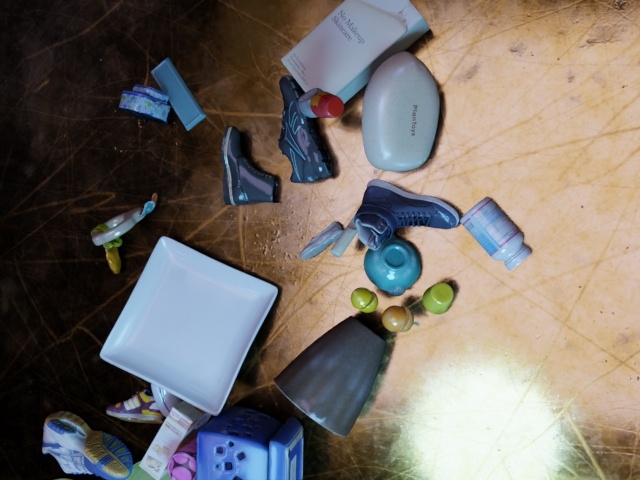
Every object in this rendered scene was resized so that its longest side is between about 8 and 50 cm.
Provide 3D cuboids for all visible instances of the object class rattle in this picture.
[{"bbox_3d":[-0.488,-0.017,1.883,0.199,0.130,0.143,-29,95,-10],"label":"rattle"}]

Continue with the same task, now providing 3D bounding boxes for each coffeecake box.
[{"bbox_3d":[-0.362,0.497,1.826,0.068,0.142,0.185,33,102,13],"label":"coffeecake box"}]

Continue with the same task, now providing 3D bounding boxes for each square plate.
[{"bbox_3d":[-0.327,0.209,1.803,0.344,0.049,0.347,24,80,11],"label":"square plate"}]

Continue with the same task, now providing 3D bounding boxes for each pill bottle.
[{"bbox_3d":[0.394,-0.013,1.595,0.087,0.087,0.160,-42,81,15],"label":"pill bottle"}]

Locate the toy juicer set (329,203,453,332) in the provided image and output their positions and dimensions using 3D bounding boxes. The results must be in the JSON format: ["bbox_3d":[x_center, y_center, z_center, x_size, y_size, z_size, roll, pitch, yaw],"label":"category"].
[{"bbox_3d":[0.138,0.071,1.660,0.209,0.089,0.329,-34,75,-14],"label":"toy juicer set"}]

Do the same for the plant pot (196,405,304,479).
[{"bbox_3d":[-0.160,0.546,1.725,0.212,0.236,0.236,2,93,11],"label":"plant pot"}]

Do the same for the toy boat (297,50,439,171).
[{"bbox_3d":[0.114,-0.293,1.597,0.318,0.148,0.267,2,103,-26],"label":"toy boat"}]

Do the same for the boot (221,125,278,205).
[{"bbox_3d":[-0.170,-0.186,1.779,0.137,0.077,0.198,2,106,13],"label":"boot"}]

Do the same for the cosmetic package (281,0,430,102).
[{"bbox_3d":[0.081,-0.456,1.661,0.309,0.113,0.160,-40,81,16],"label":"cosmetic package"}]

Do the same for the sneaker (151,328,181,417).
[{"bbox_3d":[-0.380,0.329,1.849,0.091,0.094,0.258,-7,90,22],"label":"sneaker"}]

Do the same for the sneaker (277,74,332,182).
[{"bbox_3d":[-0.062,-0.265,1.720,0.106,0.101,0.267,-19,86,20],"label":"sneaker"}]

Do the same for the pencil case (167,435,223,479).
[{"bbox_3d":[-0.305,0.539,1.775,0.098,0.209,0.095,-44,81,11],"label":"pencil case"}]

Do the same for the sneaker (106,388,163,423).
[{"bbox_3d":[-0.487,0.439,1.910,0.185,0.069,0.084,-1,65,25],"label":"sneaker"}]

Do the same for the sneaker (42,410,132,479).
[{"bbox_3d":[-0.633,0.585,1.945,0.296,0.112,0.131,26,108,24],"label":"sneaker"}]

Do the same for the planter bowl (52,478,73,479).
[{"bbox_3d":[-0.667,0.744,1.960,0.217,0.090,0.217,1,92,17],"label":"planter bowl"}]

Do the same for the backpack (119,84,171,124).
[{"bbox_3d":[-0.449,-0.350,1.822,0.105,0.114,0.084,15,93,30],"label":"backpack"}]

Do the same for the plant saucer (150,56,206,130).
[{"bbox_3d":[-0.372,-0.381,1.855,0.067,0.018,0.192,-35,81,16],"label":"plant saucer"}]

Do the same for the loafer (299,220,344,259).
[{"bbox_3d":[0.000,0.000,1.747,0.125,0.045,0.039,-33,66,9],"label":"loafer"}]

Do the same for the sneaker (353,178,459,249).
[{"bbox_3d":[0.186,-0.035,1.603,0.226,0.163,0.086,19,140,10],"label":"sneaker"}]

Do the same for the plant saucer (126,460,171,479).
[{"bbox_3d":[-0.426,0.697,1.911,0.241,0.037,0.241,1,92,18],"label":"plant saucer"}]

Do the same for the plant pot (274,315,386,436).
[{"bbox_3d":[0.046,0.299,1.675,0.215,0.215,0.230,37,88,13],"label":"plant pot"}]
